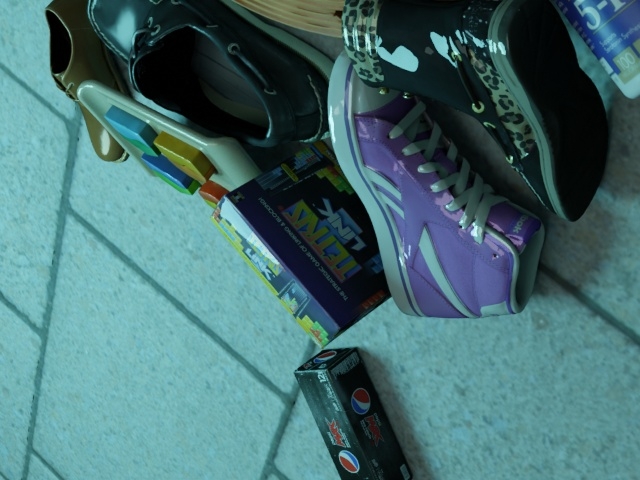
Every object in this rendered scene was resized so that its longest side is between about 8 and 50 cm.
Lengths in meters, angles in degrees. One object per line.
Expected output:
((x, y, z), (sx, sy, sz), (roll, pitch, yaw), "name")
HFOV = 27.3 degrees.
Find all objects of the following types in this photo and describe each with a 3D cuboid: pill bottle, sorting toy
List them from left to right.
((-0.141, -0.080, 1.378), (0.208, 0.038, 0.193), (23, 164, 31), "sorting toy")
((0.215, -0.208, 0.958), (0.186, 0.112, 0.112), (53, 140, 4), "pill bottle")

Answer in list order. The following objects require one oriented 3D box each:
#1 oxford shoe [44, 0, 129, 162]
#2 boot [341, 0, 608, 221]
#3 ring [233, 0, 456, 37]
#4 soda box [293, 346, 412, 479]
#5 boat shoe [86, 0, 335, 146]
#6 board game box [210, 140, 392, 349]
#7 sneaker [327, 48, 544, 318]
((-0.268, -0.178, 1.485), (0.076, 0.076, 0.212), (10, 124, 38), "oxford shoe")
((0.130, -0.119, 1.082), (0.179, 0.085, 0.236), (18, 153, 37), "boot")
((-0.019, -0.283, 1.041), (0.337, 0.032, 0.336), (20, 153, 10), "ring")
((0.036, 0.203, 1.447), (0.060, 0.053, 0.168), (-10, 107, 48), "soda box")
((-0.134, -0.178, 1.320), (0.340, 0.113, 0.127), (34, 135, 25), "boat shoe")
((0.000, 0.000, 1.283), (0.170, 0.141, 0.048), (49, 139, 8), "board game box")
((0.117, -0.054, 1.175), (0.161, 0.102, 0.282), (2, 127, 40), "sneaker")
